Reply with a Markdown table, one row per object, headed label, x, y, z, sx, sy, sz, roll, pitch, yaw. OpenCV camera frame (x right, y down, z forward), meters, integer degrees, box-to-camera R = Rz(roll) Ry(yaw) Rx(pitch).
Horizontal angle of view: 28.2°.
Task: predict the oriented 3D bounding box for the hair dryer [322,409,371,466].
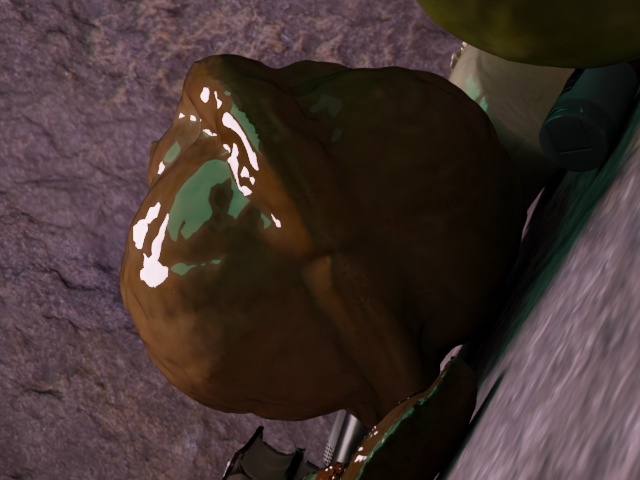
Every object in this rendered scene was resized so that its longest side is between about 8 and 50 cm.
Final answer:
| label | x | y | z | sx | sy | sz | roll | pitch | yaw |
| --- | --- | --- | --- | --- | --- | --- | --- | --- | --- |
| hair dryer | 0.083 | 0.156 | 1.354 | 0.284 | 0.155 | 0.320 | -111 | 34 | -69 |

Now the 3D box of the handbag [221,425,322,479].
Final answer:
| label | x | y | z | sx | sy | sz | roll | pitch | yaw |
| --- | --- | --- | --- | --- | --- | --- | --- | --- | --- |
| handbag | -0.084 | 0.371 | 1.562 | 0.358 | 0.160 | 0.237 | 57 | -125 | -86 |

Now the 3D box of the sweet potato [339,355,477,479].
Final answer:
| label | x | y | z | sx | sy | sz | roll | pitch | yaw |
| --- | --- | --- | --- | --- | --- | --- | --- | --- | --- |
| sweet potato | 0.030 | 0.178 | 0.810 | 0.233 | 0.062 | 0.081 | -55 | 10 | -22 |

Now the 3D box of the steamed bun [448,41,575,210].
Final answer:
| label | x | y | z | sx | sy | sz | roll | pitch | yaw |
| --- | --- | --- | --- | --- | --- | --- | --- | --- | --- |
| steamed bun | 0.189 | -0.136 | 1.283 | 0.239 | 0.152 | 0.170 | -55 | -7 | -40 |

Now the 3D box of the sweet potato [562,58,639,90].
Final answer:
| label | x | y | z | sx | sy | sz | roll | pitch | yaw |
| --- | --- | --- | --- | --- | --- | --- | --- | --- | --- |
| sweet potato | 0.228 | -0.139 | 1.016 | 0.058 | 0.055 | 0.202 | -21 | -19 | -15 |

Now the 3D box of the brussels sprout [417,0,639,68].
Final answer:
| label | x | y | z | sx | sy | sz | roll | pitch | yaw |
| --- | --- | --- | --- | --- | --- | --- | --- | --- | --- |
| brussels sprout | 0.139 | -0.225 | 0.536 | 0.328 | 0.247 | 0.328 | -64 | -3 | -6 |

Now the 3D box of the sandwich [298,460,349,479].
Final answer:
| label | x | y | z | sx | sy | sz | roll | pitch | yaw |
| --- | --- | --- | --- | --- | --- | --- | --- | --- | --- |
| sandwich | -0.013 | 0.246 | 0.956 | 0.235 | 0.079 | 0.159 | -56 | -5 | -44 |

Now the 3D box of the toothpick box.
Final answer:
| label | x | y | z | sx | sy | sz | roll | pitch | yaw |
| --- | --- | --- | --- | --- | --- | --- | --- | --- | --- |
| toothpick box | 0.198 | -0.095 | 0.936 | 0.083 | 0.052 | 0.052 | -56 | -5 | -40 |

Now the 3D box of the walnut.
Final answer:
| label | x | y | z | sx | sy | sz | roll | pitch | yaw |
| --- | --- | --- | --- | --- | --- | --- | --- | --- | --- |
| walnut | 0.005 | -0.004 | 1.106 | 0.384 | 0.383 | 0.383 | -60 | -4 | -6 |
